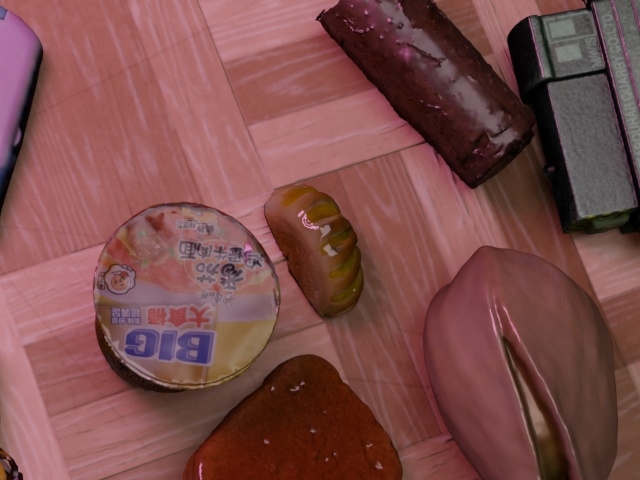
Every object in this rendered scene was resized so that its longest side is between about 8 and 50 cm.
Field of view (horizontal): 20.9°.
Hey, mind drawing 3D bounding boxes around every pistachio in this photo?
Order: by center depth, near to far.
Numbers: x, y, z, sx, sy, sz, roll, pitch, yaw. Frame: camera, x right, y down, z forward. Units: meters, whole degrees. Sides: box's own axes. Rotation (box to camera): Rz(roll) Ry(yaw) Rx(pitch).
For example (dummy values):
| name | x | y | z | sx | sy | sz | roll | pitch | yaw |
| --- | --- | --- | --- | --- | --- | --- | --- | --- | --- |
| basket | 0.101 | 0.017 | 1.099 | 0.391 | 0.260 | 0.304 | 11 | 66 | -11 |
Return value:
| name | x | y | z | sx | sy | sz | roll | pitch | yaw |
| --- | --- | --- | --- | --- | --- | --- | --- | --- | --- |
| pistachio | 0.228 | 0.159 | 1.916 | 0.208 | 0.226 | 0.332 | -14 | 66 | 3 |

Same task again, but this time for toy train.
| name | x | y | z | sx | sy | sz | roll | pitch | yaw |
| --- | --- | --- | --- | --- | --- | --- | --- | --- | --- |
| toy train | 0.338 | -0.146 | 2.087 | 0.178 | 0.138 | 0.330 | -10 | 79 | -8 |

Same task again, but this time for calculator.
| name | x | y | z | sx | sy | sz | roll | pitch | yaw |
| --- | --- | --- | --- | --- | --- | --- | --- | --- | --- |
| calculator | -0.413 | -0.138 | 1.923 | 0.173 | 0.051 | 0.293 | 16 | 71 | -11 |

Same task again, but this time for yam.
| name | x | y | z | sx | sy | sz | roll | pitch | yaw |
| --- | --- | --- | --- | --- | --- | --- | --- | --- | --- |
| yam | 0.132 | -0.198 | 2.046 | 0.131 | 0.131 | 0.279 | -41 | 87 | -21 |

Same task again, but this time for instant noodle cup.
| name | x | y | z | sx | sy | sz | roll | pitch | yaw |
| --- | --- | --- | --- | --- | --- | --- | --- | --- | --- |
| instant noodle cup | -0.153 | 0.074 | 1.876 | 0.205 | 0.153 | 0.205 | 3 | 74 | -12 |

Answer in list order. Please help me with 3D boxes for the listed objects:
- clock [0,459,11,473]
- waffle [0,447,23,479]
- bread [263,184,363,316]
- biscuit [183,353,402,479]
| name | x | y | z | sx | sy | sz | roll | pitch | yaw |
| --- | --- | --- | --- | --- | --- | --- | --- | --- | --- |
| clock | -0.349 | 0.341 | 1.748 | 0.199 | 0.146 | 0.243 | -16 | 75 | -6 |
| waffle | -0.448 | 0.324 | 1.653 | 0.382 | 0.095 | 0.379 | -29 | 70 | -1 |
| bread | 0.000 | 0.000 | 1.972 | 0.083 | 0.094 | 0.157 | -28 | 75 | -16 |
| biscuit | -0.009 | 0.280 | 1.874 | 0.262 | 0.052 | 0.277 | 45 | 47 | -2 |
